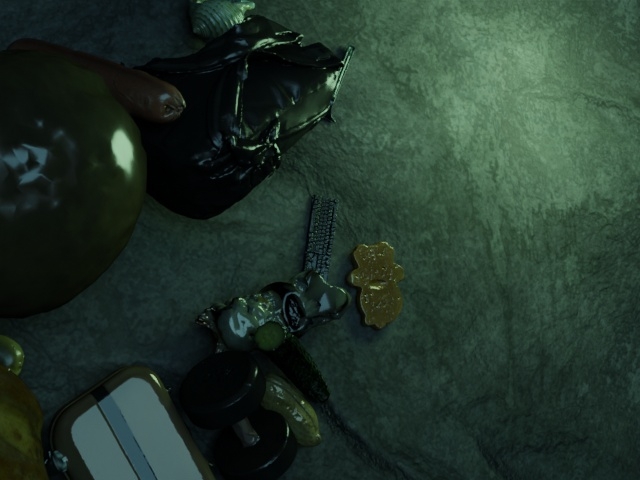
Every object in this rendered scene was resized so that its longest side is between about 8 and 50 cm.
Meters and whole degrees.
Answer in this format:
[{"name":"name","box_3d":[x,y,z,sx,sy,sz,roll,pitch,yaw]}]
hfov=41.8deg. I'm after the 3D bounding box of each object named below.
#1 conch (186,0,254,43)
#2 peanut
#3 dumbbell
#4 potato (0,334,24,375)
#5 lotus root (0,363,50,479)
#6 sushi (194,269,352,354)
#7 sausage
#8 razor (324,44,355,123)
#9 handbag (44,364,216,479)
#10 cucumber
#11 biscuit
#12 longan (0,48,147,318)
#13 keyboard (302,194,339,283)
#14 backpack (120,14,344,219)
[{"name":"conch","box_3d":[-0.215,-0.458,1.717,0.135,0.102,0.153,40,31,8]},{"name":"peanut","box_3d":[-0.062,0.332,1.622,0.080,0.080,0.174,-43,102,-26]},{"name":"dumbbell","box_3d":[-0.146,0.321,1.499,0.152,0.152,0.218,-39,125,-26]},{"name":"potato","box_3d":[-0.578,0.201,1.423,0.138,0.070,0.092,13,72,-23]},{"name":"lotus root","box_3d":[-0.578,0.332,1.297,0.250,0.316,0.316,46,58,-50]},{"name":"sushi","box_3d":[-0.082,0.141,1.623,0.332,0.130,0.124,-20,81,-23]},{"name":"sausage","box_3d":[-0.411,-0.287,1.467,0.433,0.088,0.088,20,63,27]},{"name":"razor","box_3d":[0.041,-0.352,1.844,0.066,0.033,0.190,28,68,-16]},{"name":"handbag","box_3d":[-0.350,0.395,1.441,0.283,0.149,0.302,-28,92,-25]},{"name":"cucumber","box_3d":[-0.042,0.238,1.585,0.067,0.067,0.293,-64,149,-22]},{"name":"biscuit","box_3d":[0.122,0.092,1.782,0.133,0.027,0.184,-19,88,-27]},{"name":"longan","box_3d":[-0.486,-0.081,1.306,0.404,0.404,0.436,44,109,-9]},{"name":"keyboard","box_3d":[0.000,0.000,1.755,0.060,0.018,0.196,13,73,-18]},{"name":"backpack","box_3d":[-0.173,-0.258,1.577,0.363,0.255,0.445,32,55,27]}]
